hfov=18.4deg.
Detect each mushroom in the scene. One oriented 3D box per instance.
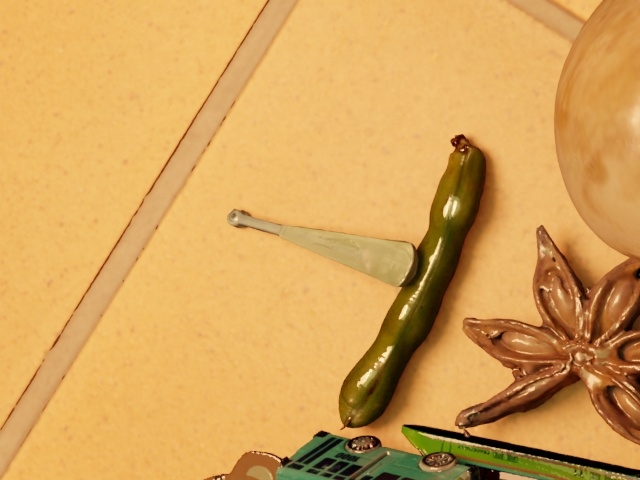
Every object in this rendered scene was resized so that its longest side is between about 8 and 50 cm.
[{"bbox_3d":[0.325,-0.083,1.399,0.297,0.297,0.290,-36,109,15],"label":"mushroom"}]

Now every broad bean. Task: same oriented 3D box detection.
[{"bbox_3d":[0.077,0.038,1.583,0.052,0.052,0.256,25,94,34],"label":"broad bean"}]

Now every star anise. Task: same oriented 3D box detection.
[{"bbox_3d":[0.210,0.079,1.528,0.208,0.063,0.172,6,85,24],"label":"star anise"}]

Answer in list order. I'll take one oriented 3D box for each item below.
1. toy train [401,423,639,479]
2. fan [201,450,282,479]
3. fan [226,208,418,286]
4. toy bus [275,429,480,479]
[{"bbox_3d":[0.160,0.184,1.547,0.209,0.044,0.042,10,92,22],"label":"toy train"},{"bbox_3d":[-0.104,0.281,1.662,0.226,0.008,0.153,-27,79,16],"label":"fan"},{"bbox_3d":[0.000,0.000,1.607,0.193,0.016,0.038,17,85,37],"label":"fan"},{"bbox_3d":[0.041,0.207,1.542,0.160,0.091,0.079,10,116,39],"label":"toy bus"}]
